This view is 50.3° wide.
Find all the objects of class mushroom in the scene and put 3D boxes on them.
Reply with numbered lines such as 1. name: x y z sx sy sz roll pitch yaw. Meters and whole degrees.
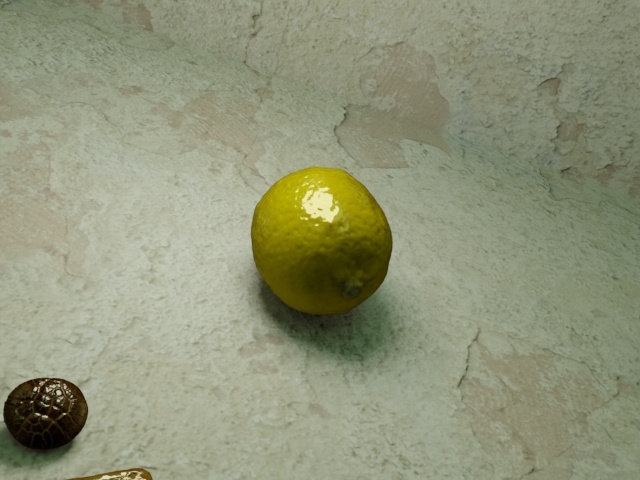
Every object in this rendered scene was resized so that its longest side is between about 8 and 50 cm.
1. mushroom: -0.439 0.273 1.091 0.126 0.085 0.109 -6 43 -26

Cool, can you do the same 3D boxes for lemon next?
1. lemon: 0.000 -0.002 1.492 0.336 0.336 0.336 13 35 -9

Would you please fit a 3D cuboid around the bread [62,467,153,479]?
1. bread: -0.368 0.396 0.964 0.270 0.077 0.139 -1 36 -30
